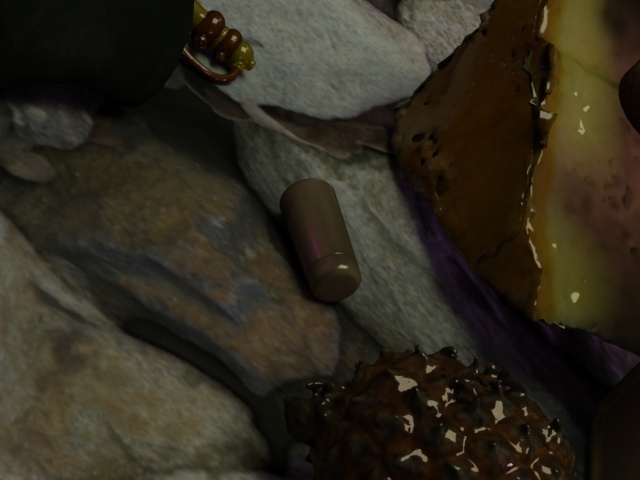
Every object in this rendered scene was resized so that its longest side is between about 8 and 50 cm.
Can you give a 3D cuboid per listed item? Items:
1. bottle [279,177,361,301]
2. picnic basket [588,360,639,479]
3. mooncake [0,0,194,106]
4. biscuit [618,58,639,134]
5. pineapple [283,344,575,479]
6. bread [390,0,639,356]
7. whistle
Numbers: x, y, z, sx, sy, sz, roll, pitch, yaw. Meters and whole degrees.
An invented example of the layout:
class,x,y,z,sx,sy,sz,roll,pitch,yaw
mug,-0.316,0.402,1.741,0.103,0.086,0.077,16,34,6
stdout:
class,x,y,z,sx,sy,sz,roll,pitch,yaw
bottle,0.000,0.000,1.469,0.045,0.045,0.096,17,39,-35
picnic basket,0.299,0.186,1.443,0.139,0.165,0.267,33,30,-12
mooncake,-0.181,-0.166,1.414,0.104,0.168,0.175,44,-5,40
biscuit,0.331,-0.062,1.566,0.283,0.064,0.432,36,37,-27
pineapple,0.063,0.144,1.239,0.193,0.166,0.166,23,30,4
bread,0.241,-0.084,1.622,0.248,0.279,0.315,27,12,-34
whistle,-0.098,-0.175,1.592,0.109,0.046,0.057,42,15,-9
